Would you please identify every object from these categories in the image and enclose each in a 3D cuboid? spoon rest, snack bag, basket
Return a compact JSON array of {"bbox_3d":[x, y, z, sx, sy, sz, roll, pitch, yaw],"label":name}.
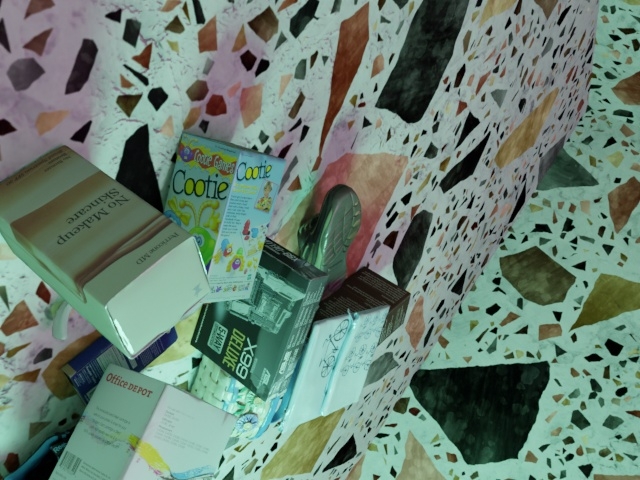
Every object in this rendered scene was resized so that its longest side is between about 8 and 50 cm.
[{"bbox_3d":[-0.338,0.115,1.149,0.276,0.137,0.084,-7,92,-40],"label":"spoon rest"},{"bbox_3d":[0.044,0.327,1.668,0.342,0.037,0.323,-1,114,-54],"label":"snack bag"},{"bbox_3d":[-0.169,0.367,1.581,0.289,0.201,0.255,-1,117,-48],"label":"basket"}]

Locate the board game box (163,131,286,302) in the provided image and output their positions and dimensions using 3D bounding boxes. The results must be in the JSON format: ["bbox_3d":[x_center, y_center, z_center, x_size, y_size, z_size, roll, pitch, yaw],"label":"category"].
[{"bbox_3d":[-0.191,-0.041,1.173,0.144,0.142,0.275,2,106,-59],"label":"board game box"}]

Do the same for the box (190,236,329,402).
[{"bbox_3d":[-0.139,0.155,1.383,0.076,0.242,0.307,-11,126,-55],"label":"box"}]

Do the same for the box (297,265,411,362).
[{"bbox_3d":[0.085,0.248,1.897,0.381,0.191,0.143,-31,141,-42],"label":"box"}]

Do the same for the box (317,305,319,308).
[{"bbox_3d":[-0.078,0.171,1.649,0.101,0.102,0.087,-53,154,-11],"label":"box"}]

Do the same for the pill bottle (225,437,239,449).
[{"bbox_3d":[-0.264,0.522,1.709,0.137,0.078,0.078,-12,127,-54],"label":"pill bottle"}]

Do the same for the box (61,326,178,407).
[{"bbox_3d":[-0.387,0.222,1.258,0.225,0.036,0.136,-40,147,-30],"label":"box"}]

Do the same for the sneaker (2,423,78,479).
[{"bbox_3d":[-0.449,0.408,1.233,0.341,0.125,0.140,-41,153,-32],"label":"sneaker"}]

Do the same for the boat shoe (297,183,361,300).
[{"bbox_3d":[0.000,0.000,1.587,0.132,0.130,0.355,-29,146,-39],"label":"boat shoe"}]

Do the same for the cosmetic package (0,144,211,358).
[{"bbox_3d":[-0.313,0.007,0.890,0.153,0.296,0.129,-43,149,-29],"label":"cosmetic package"}]

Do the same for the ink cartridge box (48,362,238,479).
[{"bbox_3d":[-0.326,0.396,1.160,0.197,0.198,0.270,41,64,-41],"label":"ink cartridge box"}]
